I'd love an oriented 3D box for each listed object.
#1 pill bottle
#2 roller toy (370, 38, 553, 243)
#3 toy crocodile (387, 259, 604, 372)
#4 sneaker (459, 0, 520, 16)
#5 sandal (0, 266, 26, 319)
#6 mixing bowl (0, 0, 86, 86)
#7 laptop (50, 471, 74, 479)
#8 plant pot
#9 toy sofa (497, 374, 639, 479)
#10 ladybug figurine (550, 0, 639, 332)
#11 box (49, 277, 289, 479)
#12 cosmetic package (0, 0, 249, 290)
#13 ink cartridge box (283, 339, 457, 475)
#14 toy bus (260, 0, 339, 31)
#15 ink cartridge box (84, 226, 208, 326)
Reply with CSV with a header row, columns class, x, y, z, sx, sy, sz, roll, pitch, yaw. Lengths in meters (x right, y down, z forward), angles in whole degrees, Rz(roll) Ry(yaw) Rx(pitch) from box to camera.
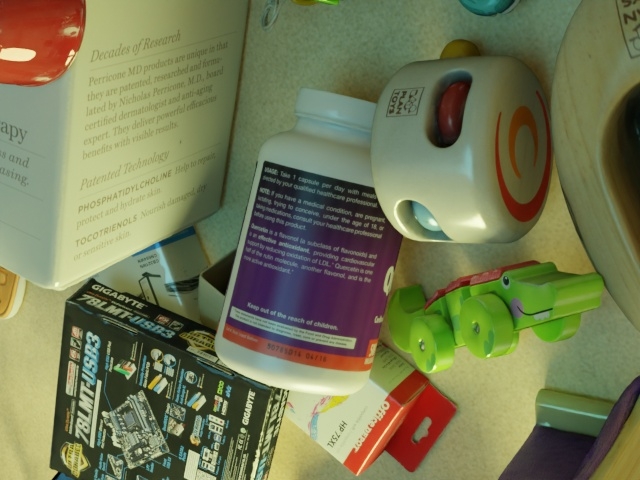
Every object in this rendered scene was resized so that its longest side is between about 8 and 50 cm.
class,x,y,z,sx,sy,sz,roll,pitch,yaw
pill bottle,0.000,0.000,1.361,0.181,0.181,0.323,16,95,27
roller toy,0.143,-0.095,1.256,0.146,0.191,0.209,1,108,32
toy crocodile,0.179,0.074,1.303,0.340,0.115,0.105,150,107,-66
sneaker,0.145,-0.357,1.206,0.107,0.110,0.275,1,110,32
sandal,-0.471,0.014,1.764,0.102,0.076,0.265,26,120,22
mixing bowl,-0.324,-0.226,1.160,0.181,0.098,0.181,11,114,27
laptop,-0.231,0.292,1.681,0.234,0.136,0.264,33,123,18
plant pot,-0.092,0.081,1.537,0.109,0.109,0.096,40,137,13
toy sofa,0.229,0.276,1.241,0.150,0.362,0.177,8,118,31
ladybug figurine,0.385,-0.071,1.129,0.305,0.162,0.449,-15,100,37
box,-0.201,0.231,1.559,0.293,0.073,0.295,22,122,15
cosmetic package,-0.312,-0.216,1.418,0.329,0.327,0.394,22,118,24
ink cartridge box,0.039,0.191,1.505,0.231,0.078,0.134,38,123,15
toy bus,0.028,-0.323,1.298,0.202,0.104,0.191,169,109,-66
ink cartridge box,-0.222,0.071,1.607,0.148,0.086,0.203,-19,92,31
